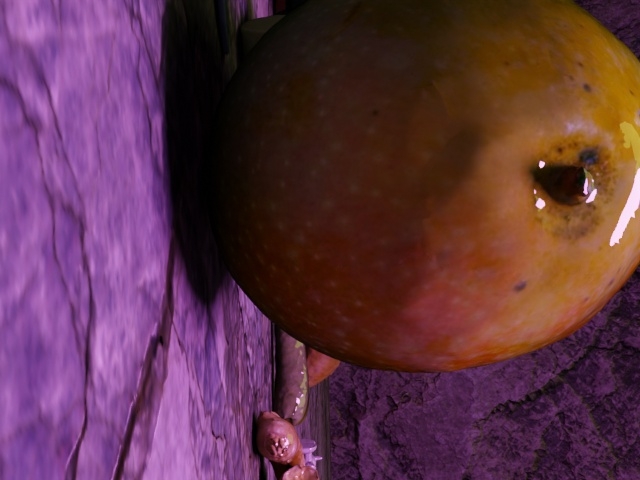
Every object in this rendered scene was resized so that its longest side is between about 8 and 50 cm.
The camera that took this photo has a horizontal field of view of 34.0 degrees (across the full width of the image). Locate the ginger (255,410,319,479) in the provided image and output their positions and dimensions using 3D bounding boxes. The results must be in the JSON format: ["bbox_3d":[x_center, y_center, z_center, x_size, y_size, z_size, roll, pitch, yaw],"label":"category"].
[{"bbox_3d":[-0.018,0.216,0.737,0.176,0.053,0.193,44,42,-80],"label":"ginger"}]

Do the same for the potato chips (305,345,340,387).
[{"bbox_3d":[0.000,0.000,1.310,0.057,0.080,0.407,-52,141,-71],"label":"potato chips"}]

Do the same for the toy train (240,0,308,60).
[{"bbox_3d":[-0.012,-0.070,0.808,0.157,0.105,0.253,-52,142,-65],"label":"toy train"}]

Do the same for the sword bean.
[{"bbox_3d":[-0.027,0.029,0.938,0.043,0.038,0.269,113,-24,-81],"label":"sword bean"}]

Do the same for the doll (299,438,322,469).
[{"bbox_3d":[-0.012,0.262,1.149,0.058,0.040,0.085,-112,-160,-54],"label":"doll"}]

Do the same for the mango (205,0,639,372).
[{"bbox_3d":[0.052,-0.045,0.576,0.382,0.225,0.201,-101,171,-78],"label":"mango"}]

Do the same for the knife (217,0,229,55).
[{"bbox_3d":[-0.061,-0.260,0.587,0.044,0.019,0.313,-96,-175,-73],"label":"knife"}]

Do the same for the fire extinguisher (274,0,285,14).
[{"bbox_3d":[0.015,-0.278,1.213,0.376,0.113,0.200,35,68,-88],"label":"fire extinguisher"}]
